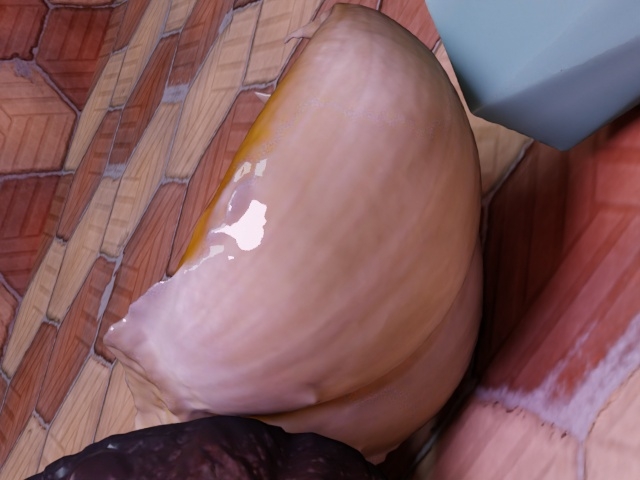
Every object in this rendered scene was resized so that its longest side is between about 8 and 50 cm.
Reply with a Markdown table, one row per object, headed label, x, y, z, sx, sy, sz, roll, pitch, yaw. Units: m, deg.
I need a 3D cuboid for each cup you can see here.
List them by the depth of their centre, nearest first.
| label | x | y | z | sx | sy | sz | roll | pitch | yaw |
| --- | --- | --- | --- | --- | --- | --- | --- | --- | --- |
| cup | 0.181 | -0.156 | 0.775 | 0.235 | 0.134 | 0.148 | -29 | 23 | 55 |

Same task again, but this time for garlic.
| label | x | y | z | sx | sy | sz | roll | pitch | yaw |
| --- | --- | --- | --- | --- | --- | --- | --- | --- | --- |
| garlic | 0.000 | 0.000 | 0.874 | 0.249 | 0.286 | 0.313 | 5 | 45 | 34 |

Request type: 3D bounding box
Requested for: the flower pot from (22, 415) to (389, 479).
| label | x | y | z | sx | sy | sz | roll | pitch | yaw |
| --- | --- | --- | --- | --- | --- | --- | --- | --- | --- |
| flower pot | -0.053 | 0.272 | 0.749 | 0.266 | 0.266 | 0.267 | -55 | 33 | 30 |
